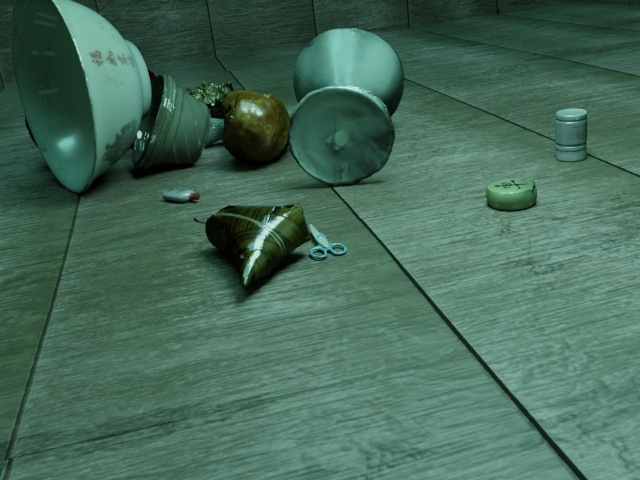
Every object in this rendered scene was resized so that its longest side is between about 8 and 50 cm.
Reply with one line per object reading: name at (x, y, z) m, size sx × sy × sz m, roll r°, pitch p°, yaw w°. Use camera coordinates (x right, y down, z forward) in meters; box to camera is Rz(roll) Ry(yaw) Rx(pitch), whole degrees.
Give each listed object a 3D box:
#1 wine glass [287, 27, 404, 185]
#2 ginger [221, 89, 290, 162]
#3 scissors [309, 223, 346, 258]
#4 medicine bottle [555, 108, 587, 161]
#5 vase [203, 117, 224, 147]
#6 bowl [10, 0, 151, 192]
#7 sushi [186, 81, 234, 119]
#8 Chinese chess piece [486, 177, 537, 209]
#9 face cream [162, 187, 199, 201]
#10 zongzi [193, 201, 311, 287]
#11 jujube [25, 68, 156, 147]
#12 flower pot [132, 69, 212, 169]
wine glass at (0.050, -0.283, 1.541) m, size 0.267 × 0.267 × 0.406 m, roll -4°, pitch 28°, yaw 8°
ginger at (-0.150, -0.262, 1.665) m, size 0.165 × 0.172 × 0.321 m, roll -47°, pitch 19°, yaw 3°
scissors at (0.000, 0.000, 1.144) m, size 0.058 × 0.014 × 0.119 m, roll -12°, pitch 26°, yaw -13°
medicine bottle at (0.483, -0.203, 1.387) m, size 0.058 × 0.091 × 0.058 m, roll -6°, pitch 22°, yaw 3°
vase at (-0.229, -0.286, 1.840) m, size 0.148 × 0.081 × 0.081 m, roll -9°, pitch 22°, yaw -16°
bowl at (-0.499, -0.338, 1.578) m, size 0.196 × 0.435 × 0.435 m, roll -20°, pitch 25°, yaw -35°
sushi at (-0.322, -0.389, 2.066) m, size 0.147 × 0.115 × 0.212 m, roll -1°, pitch 24°, yaw 14°
Chinese chess piece at (0.321, -0.079, 1.211) m, size 0.084 × 0.034 × 0.084 m, roll -7°, pitch 21°, yaw 3°
face cream at (-0.277, -0.091, 1.443) m, size 0.083 × 0.021 × 0.040 m, roll 8°, pitch 27°, yaw 34°
zongzi at (-0.135, 0.013, 1.085) m, size 0.187 × 0.084 × 0.184 m, roll -1°, pitch 32°, yaw 34°
jujube at (-0.581, -0.348, 1.885) m, size 0.258 × 0.258 × 0.376 m, roll 8°, pitch 23°, yaw 34°
flower pot at (-0.338, -0.263, 1.668) m, size 0.140 × 0.235 × 0.235 m, roll 13°, pitch 14°, yaw -24°
